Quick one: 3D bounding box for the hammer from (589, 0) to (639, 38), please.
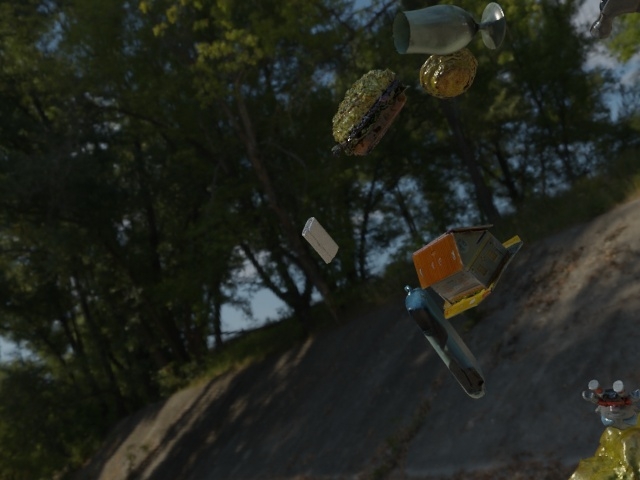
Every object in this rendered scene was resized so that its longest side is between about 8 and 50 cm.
[{"bbox_3d":[0.582,-0.362,1.063,0.290,0.037,0.137,5,-35,0],"label":"hammer"}]

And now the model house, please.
[{"bbox_3d":[0.269,0.036,1.384,0.207,0.136,0.219,-51,6,-28],"label":"model house"}]

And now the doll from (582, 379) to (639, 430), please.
[{"bbox_3d":[0.345,0.196,0.802,0.057,0.039,0.114,-30,-50,9],"label":"doll"}]

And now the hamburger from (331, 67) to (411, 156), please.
[{"bbox_3d":[0.115,-0.322,1.764,0.261,0.139,0.243,-54,0,-6],"label":"hamburger"}]

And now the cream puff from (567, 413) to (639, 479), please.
[{"bbox_3d":[0.571,0.500,1.296,0.257,0.324,0.291,-11,1,5],"label":"cream puff"}]

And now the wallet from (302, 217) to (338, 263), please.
[{"bbox_3d":[0.000,0.000,1.776,0.025,0.061,0.122,0,-38,41],"label":"wallet"}]

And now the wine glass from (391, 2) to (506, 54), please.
[{"bbox_3d":[0.240,-0.398,1.307,0.202,0.093,0.093,-8,-13,-16],"label":"wine glass"}]

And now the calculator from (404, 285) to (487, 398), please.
[{"bbox_3d":[0.276,0.219,1.530,0.051,0.293,0.173,-36,0,11],"label":"calculator"}]

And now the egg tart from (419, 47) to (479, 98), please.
[{"bbox_3d":[0.277,-0.350,1.468,0.130,0.052,0.130,-4,-44,-4],"label":"egg tart"}]
